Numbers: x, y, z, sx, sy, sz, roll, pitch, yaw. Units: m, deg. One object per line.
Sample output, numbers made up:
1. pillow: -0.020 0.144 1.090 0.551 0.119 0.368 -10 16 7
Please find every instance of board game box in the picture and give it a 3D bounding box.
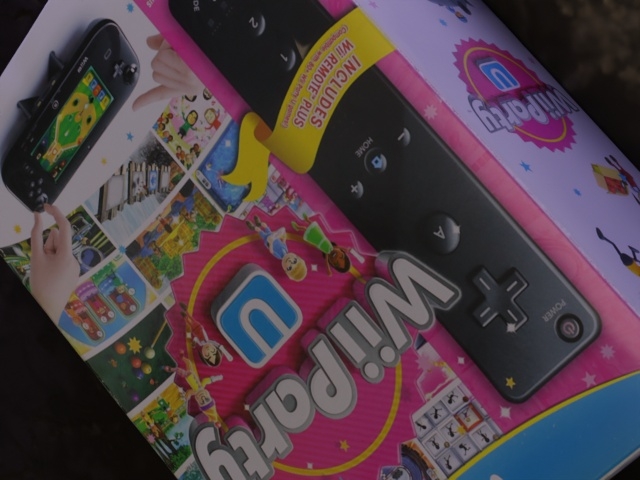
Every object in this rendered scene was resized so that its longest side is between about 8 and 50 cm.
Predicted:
1. board game box: 0.000 0.000 0.559 0.303 0.097 0.224 49 122 12
